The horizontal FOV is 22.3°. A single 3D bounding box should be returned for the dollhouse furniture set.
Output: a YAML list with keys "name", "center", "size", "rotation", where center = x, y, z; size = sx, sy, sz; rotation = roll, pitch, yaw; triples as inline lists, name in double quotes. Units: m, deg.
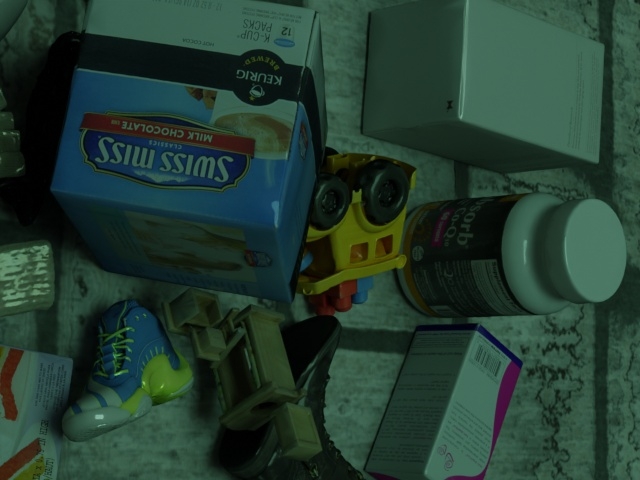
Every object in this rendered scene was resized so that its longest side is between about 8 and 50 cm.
- name: "dollhouse furniture set"
  center: [-0.108, 0.167, 1.826]
  size: [0.161, 0.101, 0.182]
  rotation: [20, 44, -45]

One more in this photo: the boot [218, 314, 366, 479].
- name: "boot"
  center: [-0.006, 0.250, 1.999]
  size: [0.229, 0.091, 0.263]
  rotation: [50, 59, -35]

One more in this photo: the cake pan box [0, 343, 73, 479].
- name: "cake pan box"
  center: [-0.383, 0.228, 1.641]
  size: [0.246, 0.070, 0.267]
  rotation: [18, 75, -39]

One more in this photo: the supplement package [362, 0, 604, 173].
- name: "supplement package"
  center: [0.222, -0.206, 2.176]
  size: [0.293, 0.177, 0.175]
  rotation: [12, 79, -43]

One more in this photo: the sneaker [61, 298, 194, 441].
- name: "sneaker"
  center: [-0.227, 0.137, 1.763]
  size: [0.126, 0.091, 0.240]
  rotation: [66, 19, 1]

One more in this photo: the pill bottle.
- name: "pill bottle"
  center: [0.246, 0.019, 2.111]
  size: [0.162, 0.278, 0.162]
  rotation: [5, 83, -44]

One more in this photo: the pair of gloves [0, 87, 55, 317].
- name: "pair of gloves"
  center: [-0.370, -0.019, 1.578]
  size: [0.204, 0.042, 0.240]
  rotation: [-18, 106, -32]

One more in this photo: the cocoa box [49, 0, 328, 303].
- name: "cocoa box"
  center: [-0.123, -0.090, 1.690]
  size: [0.347, 0.231, 0.228]
  rotation: [84, 17, -76]

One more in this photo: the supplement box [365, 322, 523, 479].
- name: "supplement box"
  center: [0.164, 0.231, 2.132]
  size: [0.111, 0.114, 0.220]
  rotation: [41, 59, -35]

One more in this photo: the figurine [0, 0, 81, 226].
- name: "figurine"
  center: [-0.339, -0.152, 1.704]
  size: [0.215, 0.092, 0.209]
  rotation: [36, 67, -35]

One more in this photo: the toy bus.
- name: "toy bus"
  center: [0.000, 0.000, 1.989]
  size: [0.220, 0.149, 0.211]
  rotation: [-13, 111, -41]
